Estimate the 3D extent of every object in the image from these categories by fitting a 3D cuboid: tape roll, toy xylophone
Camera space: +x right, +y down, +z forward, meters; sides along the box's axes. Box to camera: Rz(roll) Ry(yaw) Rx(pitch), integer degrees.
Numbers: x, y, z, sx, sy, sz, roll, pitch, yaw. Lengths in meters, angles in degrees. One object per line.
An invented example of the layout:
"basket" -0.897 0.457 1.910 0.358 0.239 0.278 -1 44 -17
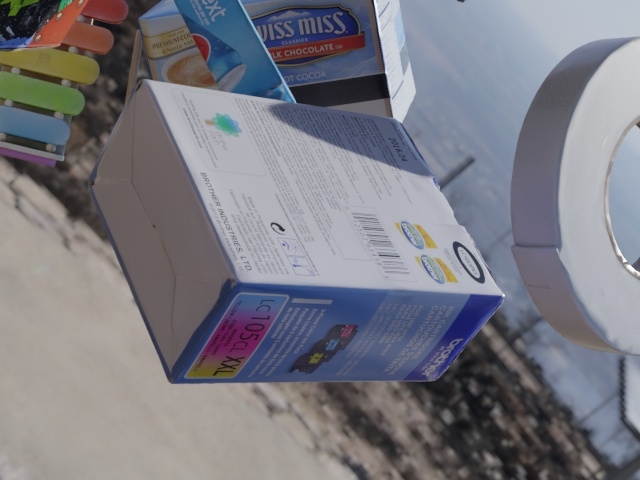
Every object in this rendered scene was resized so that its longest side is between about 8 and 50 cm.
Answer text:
"tape roll" 0.379 -0.054 1.704 0.072 0.392 0.392 4 -28 48
"toy xylophone" -0.375 -0.258 2.056 0.236 0.322 0.081 5 -11 -15

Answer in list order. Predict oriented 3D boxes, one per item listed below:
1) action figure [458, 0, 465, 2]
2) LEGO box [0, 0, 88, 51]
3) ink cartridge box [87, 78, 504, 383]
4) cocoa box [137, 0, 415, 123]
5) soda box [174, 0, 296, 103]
"action figure" 0.125 -0.258 1.237 0.137 0.063 0.232 55 19 17
"LEGO box" -0.329 -0.444 1.079 0.500 0.372 0.193 42 20 8
"ink cartridge box" 0.000 0.000 1.417 0.395 0.151 0.270 3 46 -37
"cocoa box" -0.057 -0.270 2.065 0.231 0.347 0.228 -66 148 -66
"soda box" -0.103 -0.224 1.666 0.210 0.071 0.067 62 3 34
